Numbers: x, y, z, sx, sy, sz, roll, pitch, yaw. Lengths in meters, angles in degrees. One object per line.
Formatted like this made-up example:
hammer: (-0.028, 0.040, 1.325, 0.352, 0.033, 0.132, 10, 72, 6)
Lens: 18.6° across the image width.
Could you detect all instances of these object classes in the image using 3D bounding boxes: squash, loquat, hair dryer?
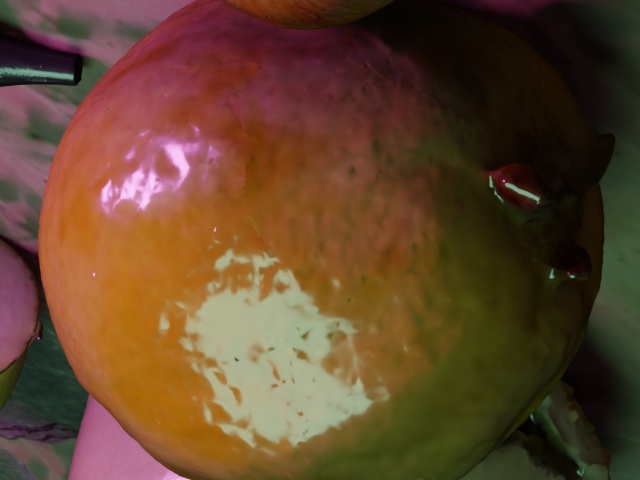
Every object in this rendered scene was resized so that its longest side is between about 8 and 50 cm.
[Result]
squash: (-0.239, 0.072, 1.165, 0.123, 0.123, 0.186, 26, 149, -5)
loquat: (0.000, 0.000, 0.802, 0.238, 0.193, 0.238, 7, 111, 20)
hair dryer: (-0.156, -0.105, 0.927, 0.079, 0.031, 0.083, 6, 138, 9)

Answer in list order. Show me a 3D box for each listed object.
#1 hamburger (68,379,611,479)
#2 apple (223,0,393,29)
hamburger: (0.010, 0.124, 1.029, 0.302, 0.170, 0.302, 18, 154, 9)
apple: (-0.007, -0.138, 0.697, 0.126, 0.102, 0.126, 22, 149, 14)
